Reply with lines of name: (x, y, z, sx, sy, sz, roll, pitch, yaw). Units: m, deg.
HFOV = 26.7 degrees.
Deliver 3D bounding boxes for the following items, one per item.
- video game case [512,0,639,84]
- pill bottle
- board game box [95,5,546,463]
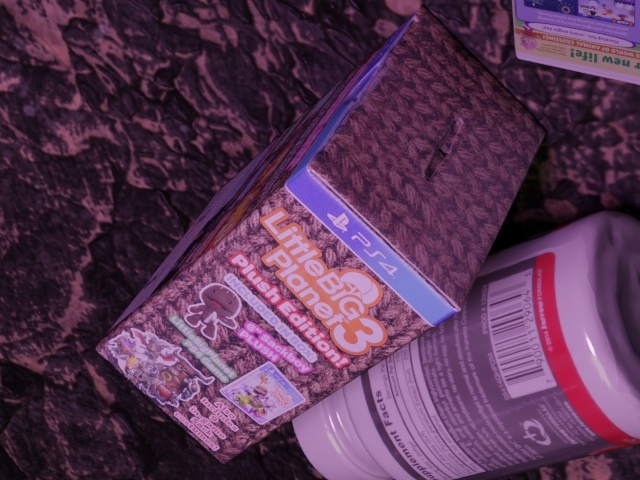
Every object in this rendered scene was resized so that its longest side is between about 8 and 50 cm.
video game case: (0.224, -0.178, 0.886, 0.212, 0.023, 0.193, 16, 143, 25)
pill bottle: (0.130, 0.105, 1.090, 0.318, 0.176, 0.176, -23, 112, 38)
board game box: (0.000, 0.000, 1.041, 0.141, 0.232, 0.291, 43, 133, -10)
